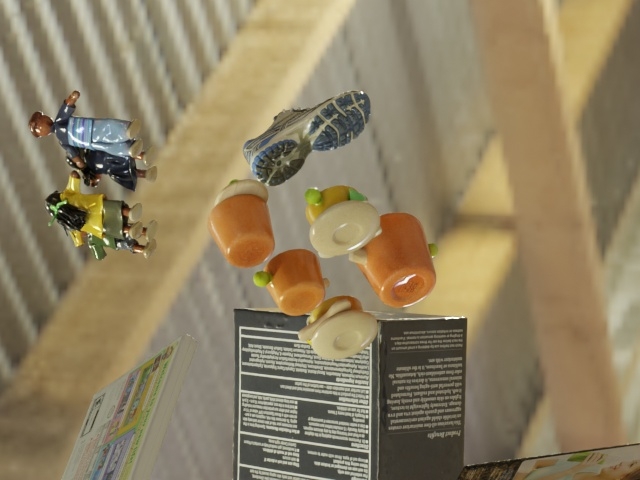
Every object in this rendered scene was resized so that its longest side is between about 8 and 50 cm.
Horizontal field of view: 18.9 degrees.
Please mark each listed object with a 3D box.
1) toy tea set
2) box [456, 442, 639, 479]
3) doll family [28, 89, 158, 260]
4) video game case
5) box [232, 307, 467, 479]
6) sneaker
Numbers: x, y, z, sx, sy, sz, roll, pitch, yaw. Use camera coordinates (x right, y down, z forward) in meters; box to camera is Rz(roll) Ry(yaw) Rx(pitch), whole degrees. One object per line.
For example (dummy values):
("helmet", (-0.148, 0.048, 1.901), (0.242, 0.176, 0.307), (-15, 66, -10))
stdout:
("toy tea set", (0.000, 0.000, 2.309), (0.336, 0.200, 0.124), (43, -162, -47))
("box", (0.286, 0.300, 1.928), (0.087, 0.290, 0.169), (-47, -59, -57))
("doll family", (-0.223, -0.060, 1.875), (0.076, 0.111, 0.193), (-40, -42, -60))
("video game case", (-0.219, 0.221, 2.074), (0.023, 0.193, 0.212), (35, -132, -20))
("box", (0.036, 0.242, 2.609), (0.183, 0.296, 0.294), (1, -88, -43))
("sneaker", (-0.016, -0.108, 1.817), (0.135, 0.058, 0.052), (-31, -50, -14))
